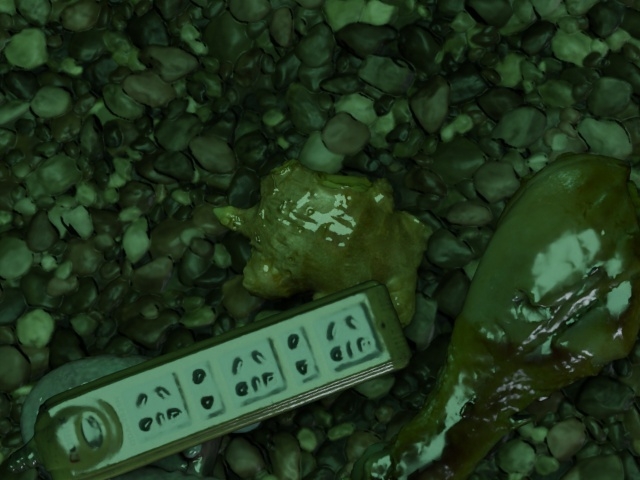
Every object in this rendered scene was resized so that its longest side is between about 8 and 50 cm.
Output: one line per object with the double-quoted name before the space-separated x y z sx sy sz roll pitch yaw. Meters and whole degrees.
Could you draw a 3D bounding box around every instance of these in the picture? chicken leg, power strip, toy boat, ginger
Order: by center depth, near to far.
"power strip" -0.107 0.139 1.759 0.387 0.066 0.092 -21 85 -5
"chicken leg" 0.170 0.102 1.793 0.201 0.153 0.429 36 88 25
"toy boat" -0.177 0.183 1.814 0.227 0.085 0.155 12 77 7
"ginger" 0.000 0.000 1.841 0.216 0.102 0.157 17 106 2
